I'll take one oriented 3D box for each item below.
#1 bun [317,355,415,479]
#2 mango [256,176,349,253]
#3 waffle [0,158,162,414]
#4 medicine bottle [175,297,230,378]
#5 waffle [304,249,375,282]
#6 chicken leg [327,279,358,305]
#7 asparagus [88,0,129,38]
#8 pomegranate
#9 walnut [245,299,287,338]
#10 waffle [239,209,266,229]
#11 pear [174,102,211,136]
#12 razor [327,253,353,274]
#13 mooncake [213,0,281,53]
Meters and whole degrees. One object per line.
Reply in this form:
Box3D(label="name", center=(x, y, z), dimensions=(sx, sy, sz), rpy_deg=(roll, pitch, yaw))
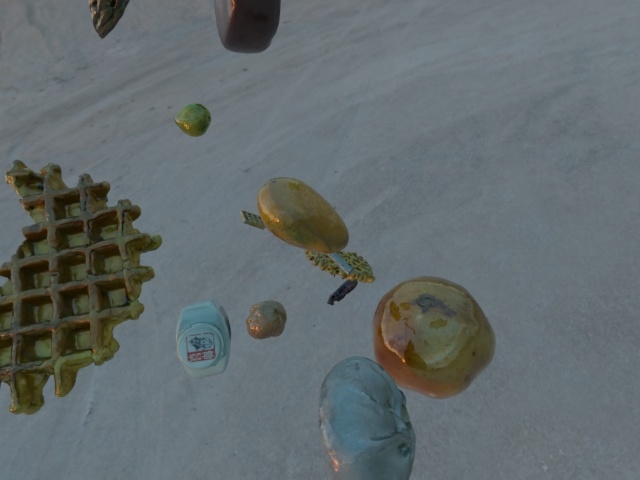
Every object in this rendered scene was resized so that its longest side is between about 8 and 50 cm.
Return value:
Box3D(label="bun", center=(0.122, 0.455, 0.959), dimensions=(0.194, 0.355, 0.355), rpy_deg=(-16, 33, 15))
Box3D(label="mango", center=(-0.018, -0.025, 0.443), dimensions=(0.057, 0.114, 0.079), rpy_deg=(-50, 14, 32))
Box3D(label="waffle", center=(-0.339, 0.054, 0.502), dimensions=(0.259, 0.069, 0.293), rpy_deg=(25, 74, 6))
Box3D(label="medicine bottle", center=(-0.194, 0.163, 0.681), dimensions=(0.083, 0.121, 0.229), rpy_deg=(-10, -4, -12))
Box3D(label="waffle", center=(0.065, 0.071, 1.286), dimensions=(0.051, 0.228, 0.231), rpy_deg=(-69, 23, 11))
Box3D(label="chicken leg", center=(0.123, 0.203, 1.806), dimensions=(0.253, 0.051, 0.106), rpy_deg=(-37, -4, -34))
Box3D(label="asparagus", center=(-0.399, -0.522, 0.790), dimensions=(0.287, 0.080, 0.080), rpy_deg=(-44, 18, 37))
Box3D(label="pomegranate", center=(0.375, 0.325, 1.369), dimensions=(0.416, 0.417, 0.417), rpy_deg=(-17, 33, 11))
Box3D(label="walnut", center=(-0.198, 0.295, 1.504), dimensions=(0.166, 0.149, 0.166), rpy_deg=(-46, -4, -4))
Box3D(label="waffle", center=(-0.272, -0.082, 1.705), dimensions=(0.021, 0.135, 0.092), rpy_deg=(-58, 36, 21))
Box3D(label="pear", center=(-0.350, -0.333, 1.111), dimensions=(0.096, 0.092, 0.092), rpy_deg=(8, 38, 2))
Box3D(label="razor", center=(-0.001, 0.004, 0.961), dimensions=(0.084, 0.036, 0.211), rpy_deg=(-35, 73, -29))
Box3D(label="mooncake", center=(-0.236, -0.769, 1.280), dimensions=(0.174, 0.326, 0.334), rpy_deg=(-8, 41, -18))
